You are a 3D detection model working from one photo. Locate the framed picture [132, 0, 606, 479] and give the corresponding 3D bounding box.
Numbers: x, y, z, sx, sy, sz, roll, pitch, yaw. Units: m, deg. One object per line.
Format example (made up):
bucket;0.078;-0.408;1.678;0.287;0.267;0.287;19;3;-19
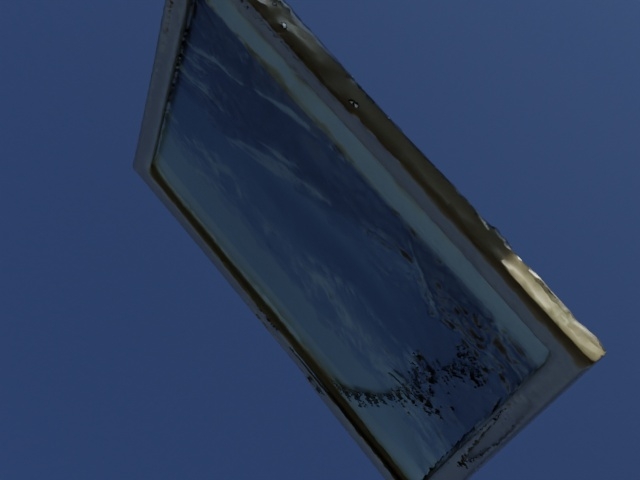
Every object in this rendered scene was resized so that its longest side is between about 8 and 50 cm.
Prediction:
framed picture;0.000;0.000;0.651;0.022;0.247;0.335;-31;-108;-31
